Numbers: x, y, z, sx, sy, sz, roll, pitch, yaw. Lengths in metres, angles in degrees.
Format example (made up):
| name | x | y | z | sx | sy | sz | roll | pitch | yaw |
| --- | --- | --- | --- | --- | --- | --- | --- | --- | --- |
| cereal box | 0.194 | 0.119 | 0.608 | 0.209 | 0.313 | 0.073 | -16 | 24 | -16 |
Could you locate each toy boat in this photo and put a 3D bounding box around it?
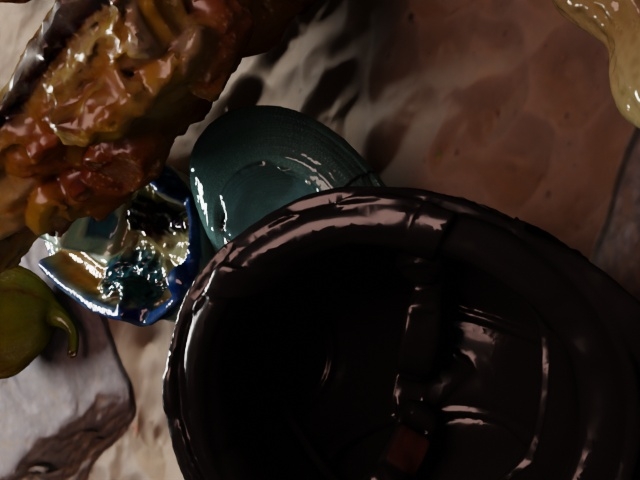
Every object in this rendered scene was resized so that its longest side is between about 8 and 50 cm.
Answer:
| name | x | y | z | sx | sy | sz | roll | pitch | yaw |
| --- | --- | --- | --- | --- | --- | --- | --- | --- | --- |
| toy boat | -0.151 | -0.008 | 1.267 | 0.262 | 0.115 | 0.114 | 24 | 99 | 44 |

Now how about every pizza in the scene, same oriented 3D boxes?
| name | x | y | z | sx | sy | sz | roll | pitch | yaw |
| --- | --- | --- | --- | --- | --- | --- | --- | --- | --- |
| pizza | -0.100 | -0.124 | 1.141 | 0.409 | 0.114 | 0.278 | -50 | 7 | -13 |

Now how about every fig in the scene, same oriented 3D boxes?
| name | x | y | z | sx | sy | sz | roll | pitch | yaw |
| --- | --- | --- | --- | --- | --- | --- | --- | --- | --- |
| fig | -0.227 | 0.057 | 1.368 | 0.098 | 0.082 | 0.084 | -7 | 54 | 9 |

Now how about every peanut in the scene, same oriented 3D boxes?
| name | x | y | z | sx | sy | sz | roll | pitch | yaw |
| --- | --- | --- | --- | --- | --- | --- | --- | --- | --- |
| peanut | 0.181 | -0.115 | 0.992 | 0.082 | 0.082 | 0.187 | -47 | 52 | 28 |

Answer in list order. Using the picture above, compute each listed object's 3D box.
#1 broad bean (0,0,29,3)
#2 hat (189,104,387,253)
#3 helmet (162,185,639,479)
| name | x | y | z | sx | sy | sz | roll | pitch | yaw |
| --- | --- | --- | --- | --- | --- | --- | --- | --- | --- |
| broad bean | -0.258 | -0.252 | 1.444 | 0.165 | 0.084 | 0.114 | 42 | 124 | 45 |
| hat | 0.000 | 0.000 | 1.151 | 0.138 | 0.078 | 0.191 | -42 | 74 | 40 |
| helmet | 0.062 | 0.078 | 1.003 | 0.279 | 0.160 | 0.230 | 4 | 100 | 11 |
